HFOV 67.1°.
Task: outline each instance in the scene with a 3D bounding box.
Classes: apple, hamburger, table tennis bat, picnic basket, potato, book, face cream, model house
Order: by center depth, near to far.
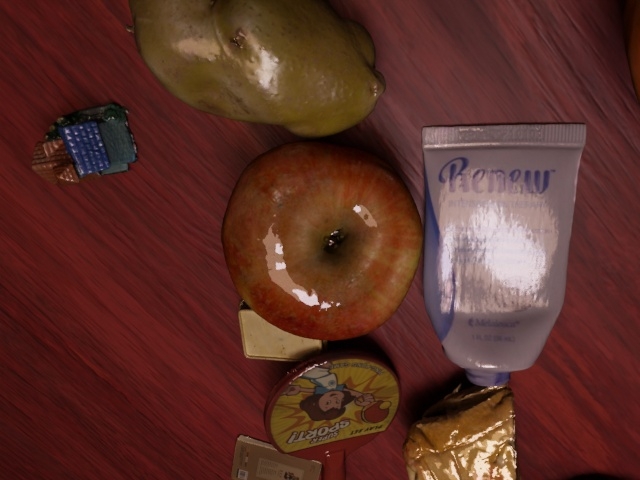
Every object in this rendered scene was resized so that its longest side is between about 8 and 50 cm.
[{"bbox_3d":[-0.079,-0.259,0.638,0.350,0.218,0.202,20,155,-2],"label":"potato"},{"bbox_3d":[0.000,0.000,0.721,0.301,0.302,0.302,4,115,9],"label":"apple"},{"bbox_3d":[0.276,0.032,0.769,0.234,0.137,0.421,1,103,12],"label":"face cream"},{"bbox_3d":[-0.397,-0.144,0.775,0.148,0.149,0.120,-6,112,11],"label":"model house"},{"bbox_3d":[0.257,0.404,0.883,0.208,0.162,0.330,-3,92,21],"label":"hamburger"},{"bbox_3d":[-0.064,0.154,0.887,0.164,0.079,0.115,3,116,9],"label":"picnic basket"},{"bbox_3d":[0.025,0.364,0.947,0.267,0.051,0.415,-8,124,-11],"label":"table tennis bat"},{"bbox_3d":[-0.101,0.519,1.095,0.198,0.016,0.139,15,116,4],"label":"book"}]

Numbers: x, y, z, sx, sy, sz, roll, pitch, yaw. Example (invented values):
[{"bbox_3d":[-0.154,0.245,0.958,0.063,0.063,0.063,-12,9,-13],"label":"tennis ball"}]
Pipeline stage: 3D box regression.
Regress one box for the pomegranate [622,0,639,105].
[{"bbox_3d":[0.517,-0.214,0.464,0.409,0.410,0.411,4,115,9],"label":"pomegranate"}]
